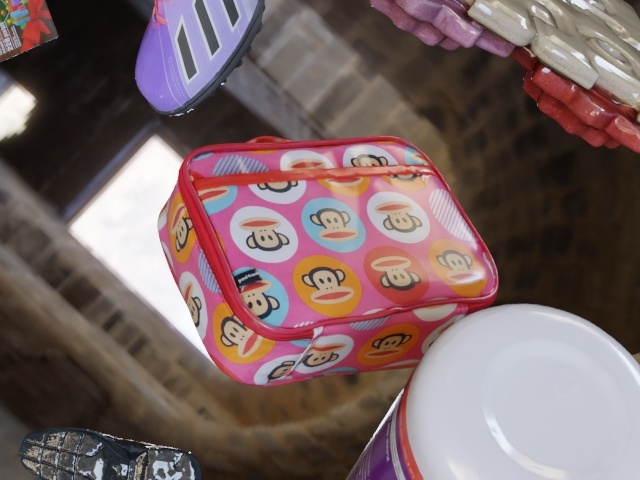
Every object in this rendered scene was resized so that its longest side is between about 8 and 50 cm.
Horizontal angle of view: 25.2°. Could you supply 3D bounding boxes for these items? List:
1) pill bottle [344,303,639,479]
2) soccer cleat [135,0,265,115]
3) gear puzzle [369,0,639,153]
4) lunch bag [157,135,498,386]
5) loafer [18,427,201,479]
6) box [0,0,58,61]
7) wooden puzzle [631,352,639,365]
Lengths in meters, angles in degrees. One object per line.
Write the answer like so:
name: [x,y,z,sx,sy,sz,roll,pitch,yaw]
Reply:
pill bottle: [0.113,0.195,1.055,0.181,0.181,0.323,-48,170,-34]
soccer cleat: [-0.086,-0.244,1.129,0.116,0.108,0.318,7,124,-46]
gear puzzle: [0.147,-0.057,0.637,0.044,0.339,0.175,-54,-165,24]
lunch bag: [0.000,0.000,1.360,0.293,0.258,0.120,-6,143,-31]
loafer: [-0.197,0.212,1.343,0.061,0.170,0.062,130,-27,-82]
box: [-0.483,-0.364,1.858,0.201,0.293,0.057,-31,-157,-31]
wooden puzzle: [0.291,0.220,1.418,0.348,0.080,0.322,-53,-168,-30]
